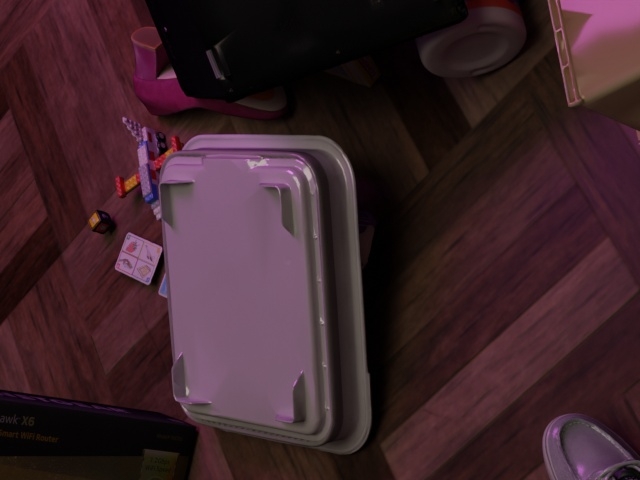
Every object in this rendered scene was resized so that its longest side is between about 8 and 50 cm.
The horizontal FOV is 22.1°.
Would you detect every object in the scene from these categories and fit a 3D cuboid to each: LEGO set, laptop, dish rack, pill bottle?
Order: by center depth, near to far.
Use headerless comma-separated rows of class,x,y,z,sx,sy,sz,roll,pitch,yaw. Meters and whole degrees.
pill bottle,0.131,-0.269,1.633,0.108,0.108,0.193,-33,58,36
laptop,-0.078,-0.357,1.657,0.408,0.236,0.381,-17,102,22
dish rack,-0.076,0.057,1.720,0.286,0.072,0.332,4,100,47
LEGO set,-0.197,-0.037,1.949,0.244,0.060,0.182,22,92,47

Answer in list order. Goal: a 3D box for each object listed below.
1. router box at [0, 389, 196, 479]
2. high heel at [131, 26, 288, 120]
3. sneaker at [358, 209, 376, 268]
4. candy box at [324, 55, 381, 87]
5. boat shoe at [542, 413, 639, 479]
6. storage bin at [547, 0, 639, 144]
router box,-0.302,0.295,1.787,0.081,0.309,0.242,11,88,50
high heel,-0.129,-0.162,1.921,0.244,0.082,0.117,22,138,29
sneaker,0.000,0.000,1.746,0.170,0.068,0.071,-4,51,47
candy box,-0.028,-0.233,1.793,0.027,0.105,0.206,-47,42,-16
boat shoe,0.266,0.223,1.373,0.227,0.079,0.081,55,163,33
storage bin,0.330,-0.259,1.419,0.262,0.123,0.260,-26,62,39
